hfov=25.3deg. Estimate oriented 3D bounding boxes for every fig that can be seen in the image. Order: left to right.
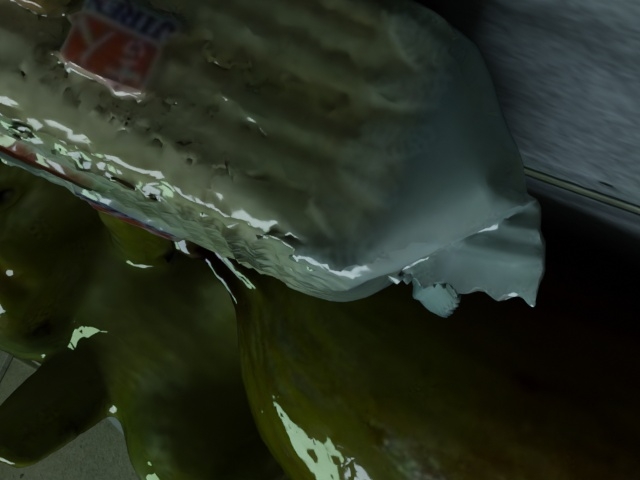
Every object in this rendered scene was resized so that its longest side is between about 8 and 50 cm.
[{"bbox_3d":[0.029,0.043,0.534,0.274,0.145,0.170,31,-173,-17],"label":"fig"}]

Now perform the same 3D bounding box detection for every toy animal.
[{"bbox_3d":[-0.146,0.027,0.838,0.363,0.181,0.180,27,-171,-1],"label":"toy animal"}]

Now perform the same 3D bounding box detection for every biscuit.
[{"bbox_3d":[-0.088,-0.064,0.390,0.309,0.079,0.186,24,173,0],"label":"biscuit"}]

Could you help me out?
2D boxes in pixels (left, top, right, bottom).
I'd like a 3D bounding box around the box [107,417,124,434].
[{"bbox_3d":[-0.130,0.073,1.362,0.206,0.291,0.262,39,135,11],"label":"box"}]
